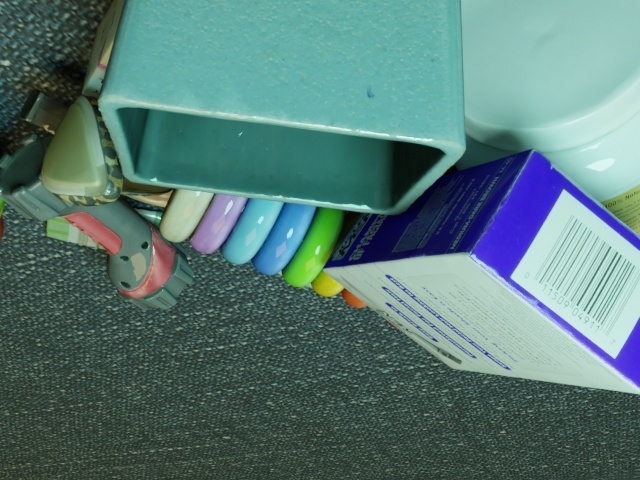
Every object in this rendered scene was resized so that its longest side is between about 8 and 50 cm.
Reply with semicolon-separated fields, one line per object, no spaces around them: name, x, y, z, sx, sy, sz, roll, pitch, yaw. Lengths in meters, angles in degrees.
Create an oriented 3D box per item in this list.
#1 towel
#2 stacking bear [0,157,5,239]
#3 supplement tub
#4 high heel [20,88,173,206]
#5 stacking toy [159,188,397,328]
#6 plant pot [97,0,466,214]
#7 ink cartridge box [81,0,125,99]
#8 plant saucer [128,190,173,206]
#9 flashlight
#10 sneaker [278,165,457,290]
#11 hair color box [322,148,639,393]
towel;-0.287;-0.024;1.330;0.152;0.023;0.113;14;146;-11
stacking bear;-0.450;-0.051;1.174;0.164;0.175;0.289;-25;165;-16
supplement tub;0.244;-0.092;0.943;0.228;0.228;0.316;-9;147;20
high heel;-0.185;-0.068;0.991;0.186;0.261;0.093;29;98;-35
stacking toy;0.000;0.000;1.080;0.330;0.141;0.141;26;145;-11
plant pot;-0.023;-0.177;0.788;0.248;0.252;0.247;7;169;-5
ink cartridge box;-0.166;-0.187;0.968;0.092;0.090;0.143;20;146;-23
plant saucer;-0.172;-0.104;1.161;0.200;0.037;0.200;4;150;2
flashlight;-0.270;-0.013;1.201;0.103;0.103;0.304;0;156;27
sneaker;0.032;-0.029;1.177;0.146;0.122;0.330;26;142;-35
hair color box;0.148;0.034;0.886;0.185;0.110;0.339;37;165;-13
